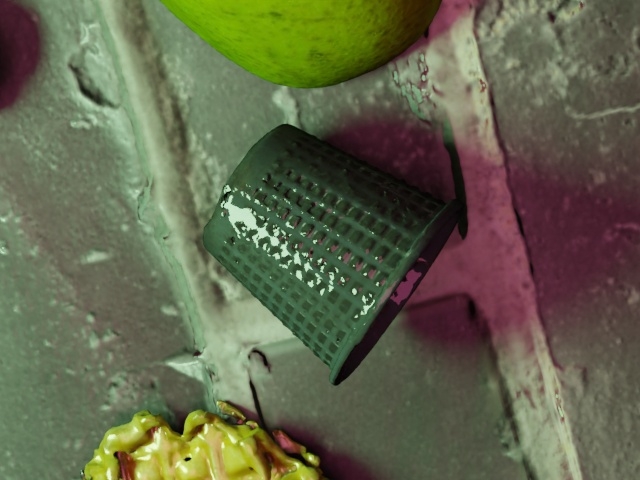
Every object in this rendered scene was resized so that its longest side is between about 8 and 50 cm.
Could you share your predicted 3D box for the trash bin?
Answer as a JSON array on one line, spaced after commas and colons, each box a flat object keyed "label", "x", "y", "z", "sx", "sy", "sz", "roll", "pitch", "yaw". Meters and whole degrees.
[{"label": "trash bin", "x": 0.000, "y": 0.000, "z": 1.365, "sx": 0.161, "sy": 0.175, "sz": 0.175, "roll": 34, "pitch": 102, "yaw": 9}]

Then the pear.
[{"label": "pear", "x": -0.021, "y": -0.224, "z": 1.334, "sx": 0.288, "sy": 0.139, "sz": 0.239, "roll": -14, "pitch": 109, "yaw": 9}]

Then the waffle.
[{"label": "waffle", "x": -0.089, "y": 0.278, "z": 1.471, "sx": 0.280, "sy": 0.060, "sz": 0.262, "roll": 29, "pitch": 102, "yaw": -2}]
